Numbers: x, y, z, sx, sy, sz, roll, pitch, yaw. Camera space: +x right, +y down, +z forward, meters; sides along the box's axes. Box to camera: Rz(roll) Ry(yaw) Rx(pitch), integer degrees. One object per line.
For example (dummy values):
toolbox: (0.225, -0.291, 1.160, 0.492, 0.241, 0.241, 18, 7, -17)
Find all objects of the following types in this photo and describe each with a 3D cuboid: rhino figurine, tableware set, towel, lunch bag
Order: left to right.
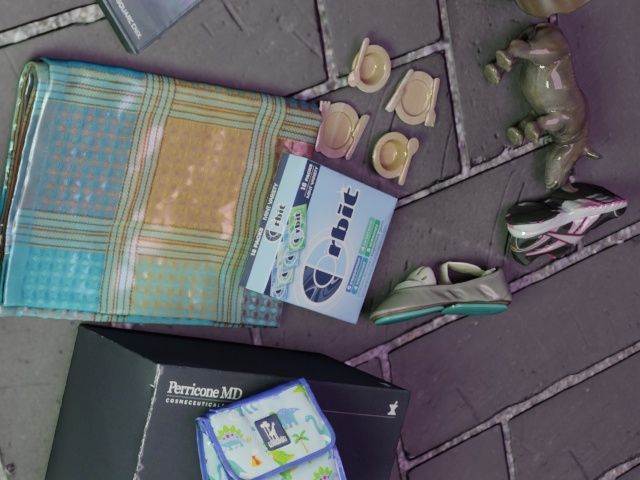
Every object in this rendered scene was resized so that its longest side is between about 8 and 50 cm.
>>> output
towel: (-0.170, -0.041, 1.862, 0.370, 0.040, 0.271, 6, 99, -37)
lunch bag: (-0.050, 0.228, 1.767, 0.128, 0.096, 0.151, -19, 97, -29)
tableware set: (0.068, -0.147, 2.018, 0.168, 0.020, 0.141, 23, 88, -37)
rhino figurine: (0.283, -0.157, 2.139, 0.106, 0.073, 0.243, -36, 122, -20)

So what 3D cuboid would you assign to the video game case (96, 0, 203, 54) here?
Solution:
video game case: (-0.142, -0.352, 1.810, 0.274, 0.026, 0.196, -42, 123, -19)

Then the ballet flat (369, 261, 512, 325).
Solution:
ballet flat: (0.140, 0.061, 2.107, 0.213, 0.072, 0.068, -3, 77, -36)

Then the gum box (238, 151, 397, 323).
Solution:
gum box: (0.000, 0.000, 1.963, 0.184, 0.041, 0.157, 22, 86, -52)

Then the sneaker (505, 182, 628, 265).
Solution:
sneaker: (0.305, -0.018, 2.205, 0.178, 0.072, 0.077, -13, 122, -24)

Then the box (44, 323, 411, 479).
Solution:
box: (-0.112, 0.275, 1.898, 0.343, 0.179, 0.313, 11, 96, -38)

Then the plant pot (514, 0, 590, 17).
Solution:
plant pot: (0.254, -0.358, 2.019, 0.167, 0.167, 0.165, -47, 132, -17)
